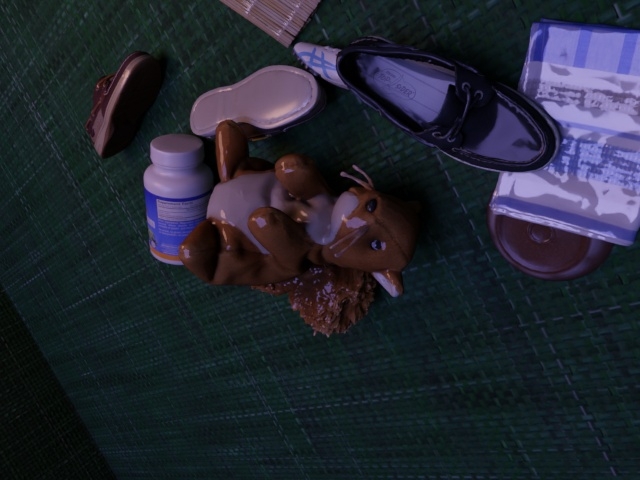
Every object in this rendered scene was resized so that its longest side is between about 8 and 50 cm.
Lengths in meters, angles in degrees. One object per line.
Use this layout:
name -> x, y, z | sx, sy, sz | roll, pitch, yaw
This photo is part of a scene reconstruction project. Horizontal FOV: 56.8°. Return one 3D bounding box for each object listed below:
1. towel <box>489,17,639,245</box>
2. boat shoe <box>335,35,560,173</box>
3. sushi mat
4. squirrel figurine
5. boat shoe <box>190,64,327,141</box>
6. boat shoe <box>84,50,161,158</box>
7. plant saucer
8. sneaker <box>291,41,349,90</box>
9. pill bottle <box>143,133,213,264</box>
towel -> 0.358, -0.145, 0.809 | 0.209, 0.034, 0.284 | 20, 115, 30
boat shoe -> 0.166, -0.191, 0.826 | 0.340, 0.113, 0.127 | 37, 116, 14
sushi mat -> -0.147, -0.463, 0.989 | 0.317, 0.019, 0.151 | 31, 135, -13
squirrel figurine -> 0.000, 0.000, 1.085 | 0.371, 0.280, 0.397 | 4, 148, 17
boat shoe -> -0.109, -0.246, 1.121 | 0.325, 0.097, 0.116 | -4, 79, 39
boat shoe -> -0.473, -0.328, 1.363 | 0.123, 0.123, 0.342 | 52, 141, 3
plant saucer -> 0.345, -0.019, 0.915 | 0.199, 0.036, 0.198 | 20, 125, 31
sneaker -> 0.055, -0.289, 0.984 | 0.237, 0.085, 0.086 | 30, 104, 26
pill bottle -> -0.317, -0.094, 1.335 | 0.152, 0.152, 0.271 | 23, 126, 28
